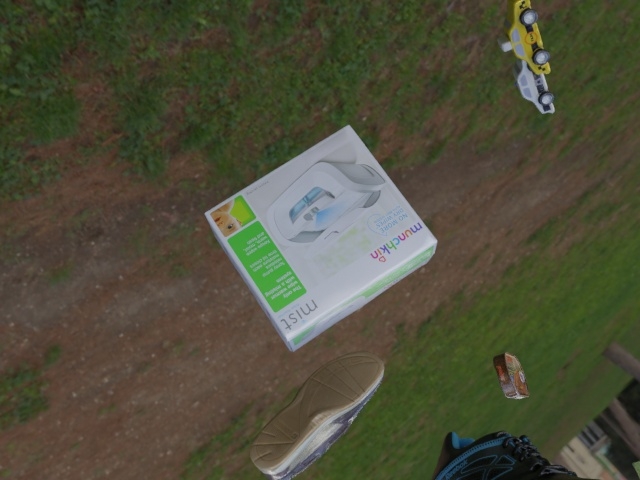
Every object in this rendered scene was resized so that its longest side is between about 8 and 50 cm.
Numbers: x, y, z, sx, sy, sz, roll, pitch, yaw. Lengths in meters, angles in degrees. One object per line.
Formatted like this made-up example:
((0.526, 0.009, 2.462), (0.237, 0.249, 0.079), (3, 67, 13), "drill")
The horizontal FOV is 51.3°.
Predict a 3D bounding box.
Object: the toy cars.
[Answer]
((0.472, -0.421, 1.552), (0.087, 0.176, 0.394), (-20, 159, 16), "toy cars")

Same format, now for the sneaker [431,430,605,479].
((0.260, 0.317, 0.886), (0.341, 0.125, 0.139), (-25, -138, 55), "sneaker")

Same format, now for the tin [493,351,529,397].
((0.460, 0.327, 1.608), (0.040, 0.106, 0.190), (-19, 157, 23), "tin")

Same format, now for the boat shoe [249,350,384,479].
((0.002, 0.310, 1.173), (0.285, 0.103, 0.092), (-40, 139, -23), "boat shoe")

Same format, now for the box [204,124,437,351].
((0.000, 0.000, 1.015), (0.262, 0.231, 0.127), (-32, 164, -9), "box")

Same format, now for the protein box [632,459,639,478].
((0.606, 0.333, 0.940), (0.201, 0.136, 0.200), (-11, 154, -19), "protein box")
